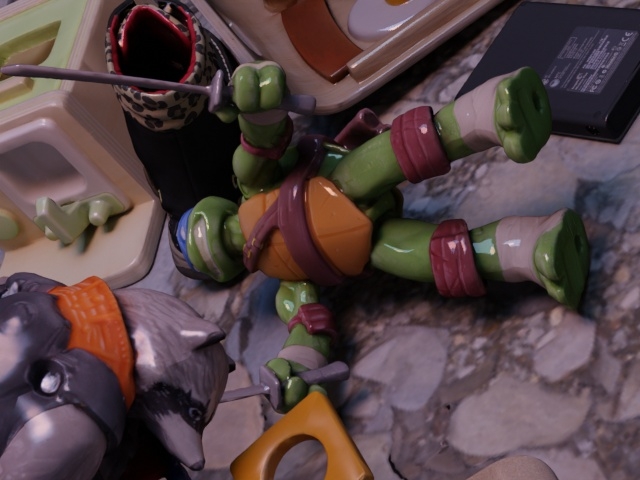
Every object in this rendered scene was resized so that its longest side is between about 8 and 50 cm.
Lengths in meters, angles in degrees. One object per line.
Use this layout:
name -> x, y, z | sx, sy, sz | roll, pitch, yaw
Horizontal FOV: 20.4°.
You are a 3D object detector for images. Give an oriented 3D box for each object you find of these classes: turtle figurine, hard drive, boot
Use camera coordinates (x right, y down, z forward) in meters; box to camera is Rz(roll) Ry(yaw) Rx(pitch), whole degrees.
turtle figurine -> 0.000, 0.000, 1.025 | 0.266, 0.275, 0.198 | -11, 72, 27
hard drive -> 0.159, -0.112, 1.145 | 0.135, 0.022, 0.094 | 14, 63, 49
boot -> -0.094, -0.112, 1.230 | 0.085, 0.178, 0.236 | -12, 48, 3

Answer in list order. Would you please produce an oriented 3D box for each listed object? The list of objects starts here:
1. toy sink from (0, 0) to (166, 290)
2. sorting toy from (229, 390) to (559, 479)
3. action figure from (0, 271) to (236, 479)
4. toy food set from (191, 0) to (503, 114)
toy sink -> -0.205, -0.078, 1.353 | 0.153, 0.131, 0.234 | -18, 43, 30
sorting toy -> 0.050, 0.215, 0.801 | 0.196, 0.047, 0.347 | -32, 50, 18
action figure -> -0.175, 0.135, 0.845 | 0.330, 0.178, 0.341 | -30, 49, -16
toy food set -> 0.050, -0.234, 1.291 | 0.306, 0.092, 0.220 | -35, 36, -2
